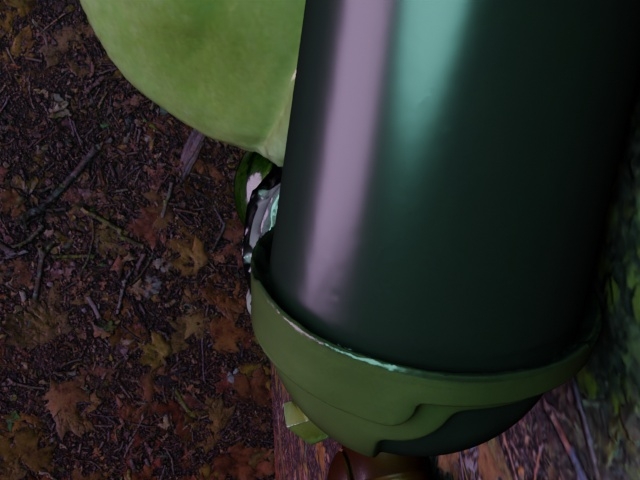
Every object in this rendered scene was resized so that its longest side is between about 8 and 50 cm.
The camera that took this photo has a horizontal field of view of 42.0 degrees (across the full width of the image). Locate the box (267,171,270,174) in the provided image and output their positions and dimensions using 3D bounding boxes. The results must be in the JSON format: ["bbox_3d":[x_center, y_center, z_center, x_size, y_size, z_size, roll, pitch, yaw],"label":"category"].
[{"bbox_3d":[0.000,0.001,1.138,0.279,0.153,0.041,98,166,-55],"label":"box"}]

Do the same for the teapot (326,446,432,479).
[{"bbox_3d":[0.059,0.294,0.946,0.252,0.135,0.178,103,157,-66],"label":"teapot"}]

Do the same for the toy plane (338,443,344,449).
[{"bbox_3d":[0.047,0.314,1.363,0.145,0.037,0.060,95,164,-51],"label":"toy plane"}]

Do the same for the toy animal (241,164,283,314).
[{"bbox_3d":[0.015,0.002,0.931,0.156,0.204,0.208,-2,-77,-80],"label":"toy animal"}]

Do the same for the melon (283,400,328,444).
[{"bbox_3d":[-0.013,0.281,1.500,0.064,0.118,0.209,-83,8,-53],"label":"melon"}]

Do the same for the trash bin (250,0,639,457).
[{"bbox_3d":[0.070,-0.021,0.492,0.214,0.214,0.333,-111,27,-63],"label":"trash bin"}]

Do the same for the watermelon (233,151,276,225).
[{"bbox_3d":[-0.037,-0.089,1.223,0.188,0.188,0.214,-145,45,-79],"label":"watermelon"}]

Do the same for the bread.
[{"bbox_3d":[-0.023,-0.225,0.639,0.237,0.321,0.320,-58,-26,-54],"label":"bread"}]
